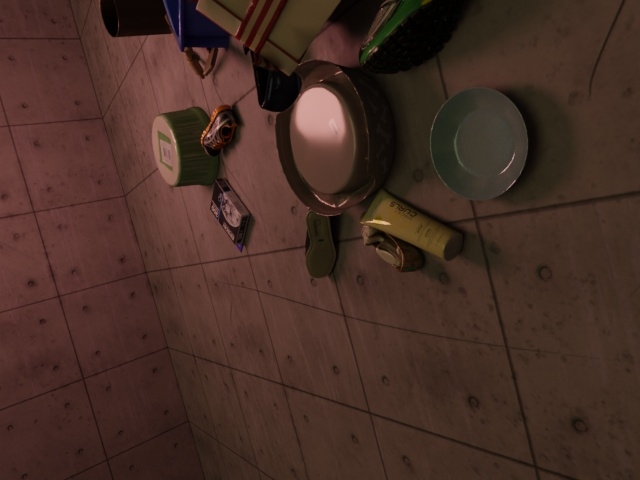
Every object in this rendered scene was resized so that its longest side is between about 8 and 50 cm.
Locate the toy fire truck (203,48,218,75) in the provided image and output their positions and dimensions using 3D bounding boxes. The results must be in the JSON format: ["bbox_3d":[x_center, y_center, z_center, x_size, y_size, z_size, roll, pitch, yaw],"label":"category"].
[{"bbox_3d":[-0.329,-0.639,1.380,0.246,0.159,0.217,57,144,3],"label":"toy fire truck"}]

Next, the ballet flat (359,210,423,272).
[{"bbox_3d":[0.141,0.001,1.043,0.206,0.067,0.073,41,136,38],"label":"ballet flat"}]

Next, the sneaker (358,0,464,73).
[{"bbox_3d":[0.174,-0.430,0.784,0.343,0.134,0.146,-48,58,42],"label":"sneaker"}]

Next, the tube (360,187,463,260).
[{"bbox_3d":[0.184,-0.032,0.973,0.240,0.070,0.062,34,144,45],"label":"tube"}]

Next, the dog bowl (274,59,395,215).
[{"bbox_3d":[0.029,-0.236,1.070,0.349,0.102,0.348,27,125,46],"label":"dog bowl"}]

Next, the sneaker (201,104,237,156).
[{"bbox_3d":[-0.339,-0.352,1.558,0.083,0.084,0.214,55,141,17],"label":"sneaker"}]

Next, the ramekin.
[{"bbox_3d":[-0.519,-0.346,1.750,0.304,0.148,0.303,27,125,47],"label":"ramekin"}]

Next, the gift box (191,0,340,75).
[{"bbox_3d":[-0.091,-0.504,0.905,0.255,0.276,0.258,35,146,-15],"label":"gift box"}]

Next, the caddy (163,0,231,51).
[{"bbox_3d":[-0.313,-0.653,1.167,0.241,0.180,0.340,-157,68,-73],"label":"caddy"}]

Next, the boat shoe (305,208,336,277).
[{"bbox_3d":[0.000,0.000,1.254,0.079,0.084,0.232,-89,-2,-57],"label":"boat shoe"}]

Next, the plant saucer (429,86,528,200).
[{"bbox_3d":[0.278,-0.168,0.806,0.195,0.038,0.194,27,126,46],"label":"plant saucer"}]

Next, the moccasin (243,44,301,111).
[{"bbox_3d":[-0.137,-0.501,1.176,0.138,0.117,0.341,-13,93,56],"label":"moccasin"}]

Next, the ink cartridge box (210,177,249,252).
[{"bbox_3d":[-0.340,-0.088,1.702,0.206,0.045,0.208,51,141,28],"label":"ink cartridge box"}]

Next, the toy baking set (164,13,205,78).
[{"bbox_3d":[-0.436,-0.634,1.524,0.256,0.030,0.196,61,-177,-77],"label":"toy baking set"}]

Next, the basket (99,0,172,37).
[{"bbox_3d":[-0.640,-0.810,1.654,0.204,0.227,0.154,43,136,35],"label":"basket"}]
